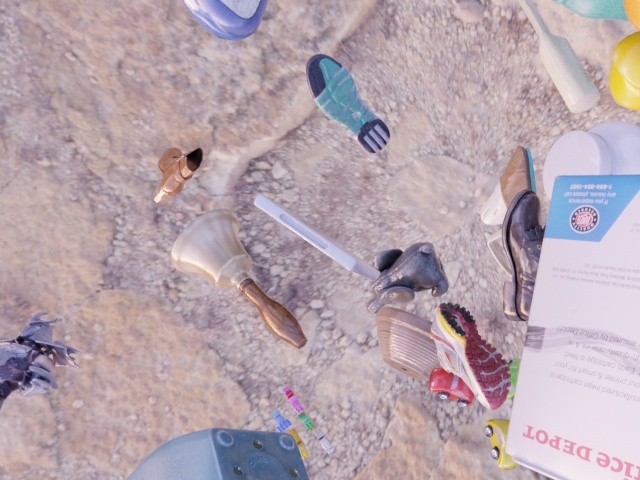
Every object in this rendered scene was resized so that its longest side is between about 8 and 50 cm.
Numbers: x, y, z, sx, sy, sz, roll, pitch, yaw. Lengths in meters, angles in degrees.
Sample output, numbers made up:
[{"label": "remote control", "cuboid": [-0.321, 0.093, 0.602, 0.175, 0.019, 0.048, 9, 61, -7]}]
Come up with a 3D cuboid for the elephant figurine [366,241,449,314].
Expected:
[{"label": "elephant figurine", "cuboid": [0.199, 0.105, 1.845, 0.239, 0.169, 0.186, -22, 106, 12]}]

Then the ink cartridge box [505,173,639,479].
[{"label": "ink cartridge box", "cuboid": [0.330, 0.097, 0.706, 0.129, 0.223, 0.308, 13, 87, -33]}]

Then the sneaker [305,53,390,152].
[{"label": "sneaker", "cuboid": [0.037, -0.257, 1.343, 0.083, 0.098, 0.224, -40, 118, 0]}]

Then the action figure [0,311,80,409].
[{"label": "action figure", "cuboid": [-0.404, 0.191, 0.847, 0.185, 0.285, 0.099, -12, 126, 36]}]

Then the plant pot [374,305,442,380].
[{"label": "plant pot", "cuboid": [0.223, 0.259, 1.694, 0.237, 0.237, 0.110, 24, 75, 10]}]

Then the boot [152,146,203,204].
[{"label": "boot", "cuboid": [-0.342, -0.191, 1.774, 0.073, 0.197, 0.152, 29, 132, -29]}]

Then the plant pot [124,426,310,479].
[{"label": "plant pot", "cuboid": [-0.134, 0.408, 1.031, 0.252, 0.247, 0.247, -56, 38, 27]}]

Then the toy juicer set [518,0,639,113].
[{"label": "toy juicer set", "cuboid": [0.234, -0.202, 0.566, 0.089, 0.329, 0.209, -22, 86, 5]}]

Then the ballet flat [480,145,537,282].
[{"label": "ballet flat", "cuboid": [0.399, -0.026, 1.463, 0.124, 0.116, 0.342, -11, 120, 18]}]

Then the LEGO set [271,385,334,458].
[{"label": "LEGO set", "cuboid": [-0.047, 0.492, 1.820, 0.087, 0.093, 0.227, -35, 118, -4]}]

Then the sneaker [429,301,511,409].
[{"label": "sneaker", "cuboid": [0.279, 0.224, 1.347, 0.088, 0.225, 0.093, 1, 131, -25]}]

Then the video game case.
[{"label": "video game case", "cuboid": [0.000, 0.000, 1.133, 0.183, 0.201, 0.023, 35, 92, 16]}]

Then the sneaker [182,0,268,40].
[{"label": "sneaker", "cuboid": [-0.072, -0.345, 0.677, 0.131, 0.111, 0.297, 10, 101, 49]}]

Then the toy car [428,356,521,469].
[{"label": "toy car", "cuboid": [0.356, 0.299, 1.415, 0.239, 0.225, 0.053, 49, 143, 10]}]

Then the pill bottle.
[{"label": "pill bottle", "cuboid": [0.536, -0.096, 1.188, 0.322, 0.181, 0.182, 7, 95, -24]}]

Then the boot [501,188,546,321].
[{"label": "boot", "cuboid": [0.426, 0.044, 1.214, 0.229, 0.091, 0.263, 4, 96, 51]}]

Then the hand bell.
[{"label": "hand bell", "cuboid": [-0.103, 0.074, 1.065, 0.242, 0.126, 0.126, 44, 101, 26]}]
